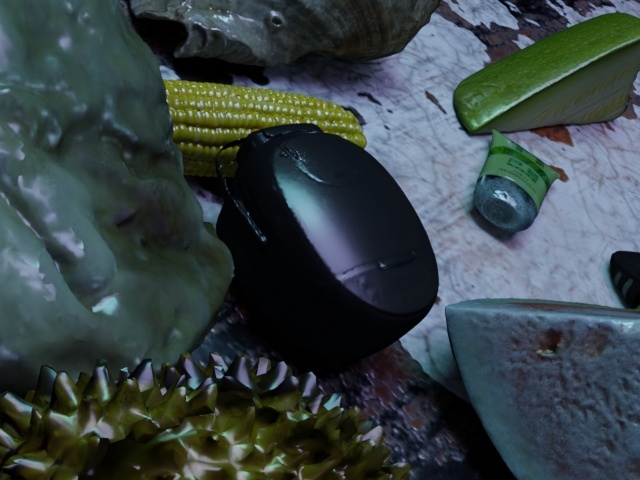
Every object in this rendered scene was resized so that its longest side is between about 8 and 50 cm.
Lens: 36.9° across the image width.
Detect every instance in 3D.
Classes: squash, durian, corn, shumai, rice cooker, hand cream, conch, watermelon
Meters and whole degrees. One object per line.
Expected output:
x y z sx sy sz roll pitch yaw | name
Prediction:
0.272 -0.188 1.228 0.288 0.203 0.111 -30 67 -13 | squash
-0.084 0.178 0.406 0.293 0.258 0.258 -5 52 -28 | durian
-0.068 -0.092 0.822 0.248 0.081 0.081 1 48 -36 | corn
-0.190 -0.086 0.515 0.304 0.263 0.309 21 22 30 | shumai
0.000 -0.001 0.744 0.142 0.118 0.203 -11 57 -43 | rice cooker
0.210 -0.066 1.034 0.095 0.046 0.175 34 35 3 | hand cream
-0.035 -0.310 0.998 0.297 0.210 0.352 35 32 25 | conch
0.238 0.093 0.747 0.289 0.214 0.320 29 48 -4 | watermelon

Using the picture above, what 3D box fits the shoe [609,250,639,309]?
0.351 0.064 0.997 0.071 0.049 0.179 7 22 -16 | shoe
